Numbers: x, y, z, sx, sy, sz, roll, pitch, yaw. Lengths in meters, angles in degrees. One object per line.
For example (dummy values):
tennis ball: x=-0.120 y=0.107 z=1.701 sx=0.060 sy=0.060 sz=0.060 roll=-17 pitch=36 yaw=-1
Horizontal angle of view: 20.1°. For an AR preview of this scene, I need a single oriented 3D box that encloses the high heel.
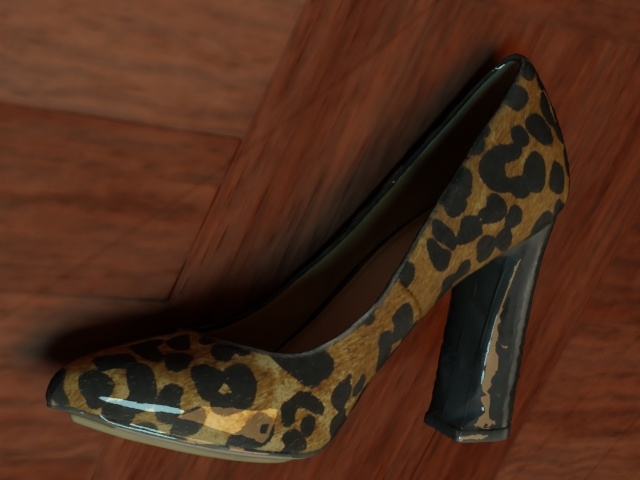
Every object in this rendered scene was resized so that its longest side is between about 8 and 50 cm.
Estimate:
high heel: x=0.000 y=0.000 z=0.805 sx=0.261 sy=0.093 sz=0.186 roll=1 pitch=102 yaw=-38
